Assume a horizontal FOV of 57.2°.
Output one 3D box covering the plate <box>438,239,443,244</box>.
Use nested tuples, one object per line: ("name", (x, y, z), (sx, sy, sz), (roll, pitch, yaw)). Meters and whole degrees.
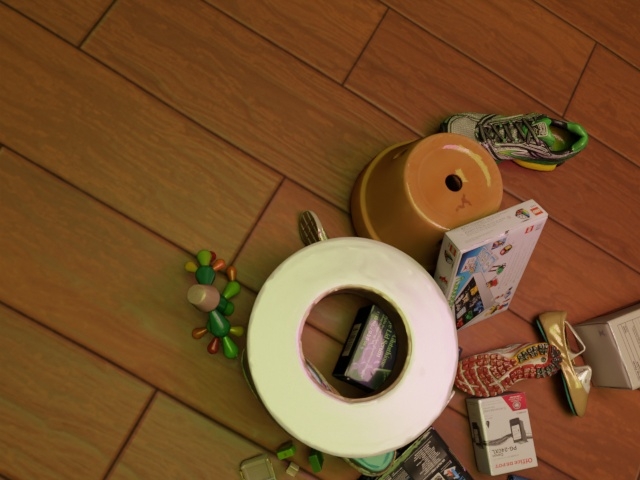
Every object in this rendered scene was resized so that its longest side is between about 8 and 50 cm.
("plate", (0.179, -0.024, 1.271), (0.188, 0.024, 0.188), (3, 77, -13))

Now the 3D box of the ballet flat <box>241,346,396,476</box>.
("ballet flat", (-0.012, 0.315, 1.111), (0.348, 0.123, 0.123), (38, 73, 0))

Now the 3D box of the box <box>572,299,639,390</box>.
("box", (0.704, 0.217, 1.286), (0.232, 0.127, 0.149), (-16, 83, -15))

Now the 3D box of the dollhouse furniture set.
("dollhouse furniture set", (-0.073, 0.431, 1.120), (0.151, 0.058, 0.076), (-20, 91, 3))

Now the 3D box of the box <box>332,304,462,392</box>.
("box", (0.151, 0.241, 1.166), (0.207, 0.108, 0.153), (25, 74, -6))

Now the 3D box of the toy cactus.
("toy cactus", (-0.208, 0.110, 1.083), (0.112, 0.180, 0.219), (-9, 75, 6))

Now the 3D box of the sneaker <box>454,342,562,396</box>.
("sneaker", (0.382, 0.268, 1.230), (0.225, 0.093, 0.088), (-11, 87, 1))

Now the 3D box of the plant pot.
("plant pot", (0.227, -0.088, 1.177), (0.291, 0.203, 0.291), (3, 76, -12))

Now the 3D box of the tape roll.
("tape roll", (0.058, 0.187, 1.061), (0.392, 0.072, 0.392), (3, 75, -11))

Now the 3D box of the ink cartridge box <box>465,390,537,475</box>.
("ink cartridge box", (0.372, 0.395, 1.207), (0.109, 0.063, 0.150), (-6, 80, -14))

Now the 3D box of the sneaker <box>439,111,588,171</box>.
("sneaker", (0.429, -0.240, 1.310), (0.343, 0.146, 0.134), (0, 79, -12))

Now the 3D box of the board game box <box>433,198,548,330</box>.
("board game box", (0.311, 0.068, 1.146), (0.193, 0.305, 0.053), (-19, 53, -16))

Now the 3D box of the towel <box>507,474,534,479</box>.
("towel", (0.440, 0.531, 1.212), (0.119, 0.029, 0.067), (20, 74, -8))

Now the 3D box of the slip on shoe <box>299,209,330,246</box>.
("slip on shoe", (0.000, 0.000, 1.219), (0.041, 0.051, 0.135), (-8, 67, -54))

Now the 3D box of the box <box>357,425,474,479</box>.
("box", (0.189, 0.562, 1.125), (0.295, 0.073, 0.293), (-38, 91, -15))

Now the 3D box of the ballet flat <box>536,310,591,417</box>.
("ballet flat", (0.539, 0.261, 1.258), (0.073, 0.080, 0.232), (-23, 82, 23))
